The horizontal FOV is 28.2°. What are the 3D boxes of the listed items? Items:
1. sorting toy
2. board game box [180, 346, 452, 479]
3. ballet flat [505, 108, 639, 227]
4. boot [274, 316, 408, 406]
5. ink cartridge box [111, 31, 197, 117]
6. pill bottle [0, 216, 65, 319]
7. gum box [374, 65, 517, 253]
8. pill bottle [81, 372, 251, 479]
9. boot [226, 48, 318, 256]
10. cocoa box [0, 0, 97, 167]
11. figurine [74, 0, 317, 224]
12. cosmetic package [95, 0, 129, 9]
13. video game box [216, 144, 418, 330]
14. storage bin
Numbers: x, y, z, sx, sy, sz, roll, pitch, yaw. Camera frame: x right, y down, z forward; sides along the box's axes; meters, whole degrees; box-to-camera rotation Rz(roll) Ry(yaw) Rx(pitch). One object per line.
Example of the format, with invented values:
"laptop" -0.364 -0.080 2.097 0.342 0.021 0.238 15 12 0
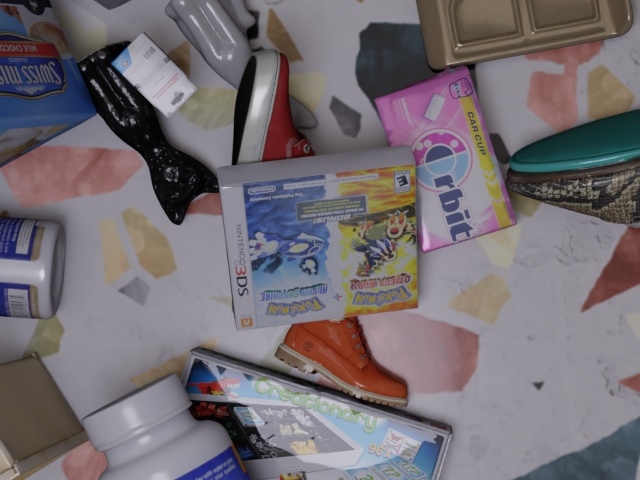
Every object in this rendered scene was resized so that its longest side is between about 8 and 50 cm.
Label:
"sorting toy" 0.206 -0.357 1.406 0.229 0.041 0.307 -10 90 9
"board game box" -0.026 0.256 1.421 0.305 0.053 0.193 17 93 5
"ballet flat" 0.443 -0.101 1.339 0.482 0.164 0.182 -26 109 3
"boot" 0.036 0.127 1.415 0.158 0.059 0.085 27 88 5
"ink cartridge box" -0.175 -0.176 1.358 0.048 0.028 0.083 -44 99 5
"pill bottle" -0.384 0.026 1.410 0.186 0.112 0.112 5 91 -3
"gum box" 0.135 -0.090 1.399 0.107 0.062 0.188 -18 89 5
"pill bottle" -0.140 0.283 1.330 0.152 0.152 0.272 -25 90 5
"boot" -0.007 -0.086 1.365 0.176 0.088 0.244 2 119 -8
"cocoa box" -0.460 -0.155 1.327 0.347 0.231 0.228 -25 88 21
"figurine" -0.136 -0.156 1.419 0.215 0.092 0.209 -33 96 4
"cosmetic package" -0.241 -0.475 1.385 0.217 0.156 0.385 -24 87 5
"video game box" 0.000 0.000 1.346 0.205 0.048 0.187 -7 126 -4
"storage bin" -0.412 0.242 1.351 0.260 0.262 0.123 -32 87 5
